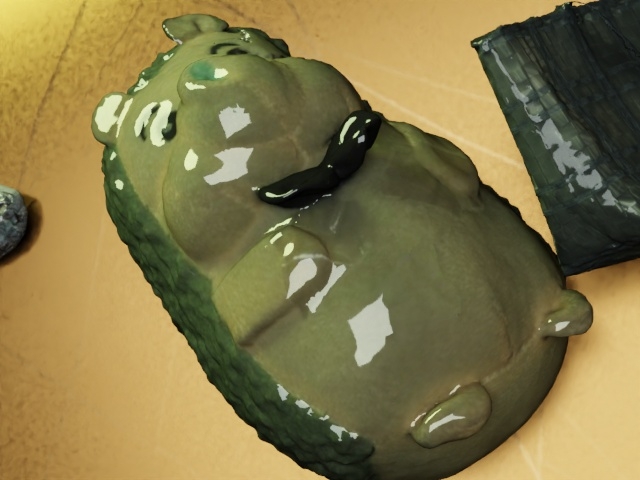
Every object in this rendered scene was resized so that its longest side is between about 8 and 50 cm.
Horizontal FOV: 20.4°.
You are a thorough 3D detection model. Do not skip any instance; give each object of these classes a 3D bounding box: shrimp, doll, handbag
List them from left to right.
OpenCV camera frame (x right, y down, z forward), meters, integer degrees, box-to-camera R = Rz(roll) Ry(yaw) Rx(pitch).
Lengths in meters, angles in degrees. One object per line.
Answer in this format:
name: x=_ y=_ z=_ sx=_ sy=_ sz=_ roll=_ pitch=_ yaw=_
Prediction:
shrimp: x=-0.297 y=-0.008 z=1.315 sx=0.165 sy=0.056 sz=0.065 roll=-2 pitch=99 yaw=1
doll: x=0.000 y=0.000 z=1.171 sx=0.349 sy=0.247 sz=0.247 roll=42 pitch=92 yaw=19
handbag: x=0.209 y=-0.081 z=1.151 sx=0.088 sy=0.270 sz=0.175 roll=-26 pitch=84 yaw=43
